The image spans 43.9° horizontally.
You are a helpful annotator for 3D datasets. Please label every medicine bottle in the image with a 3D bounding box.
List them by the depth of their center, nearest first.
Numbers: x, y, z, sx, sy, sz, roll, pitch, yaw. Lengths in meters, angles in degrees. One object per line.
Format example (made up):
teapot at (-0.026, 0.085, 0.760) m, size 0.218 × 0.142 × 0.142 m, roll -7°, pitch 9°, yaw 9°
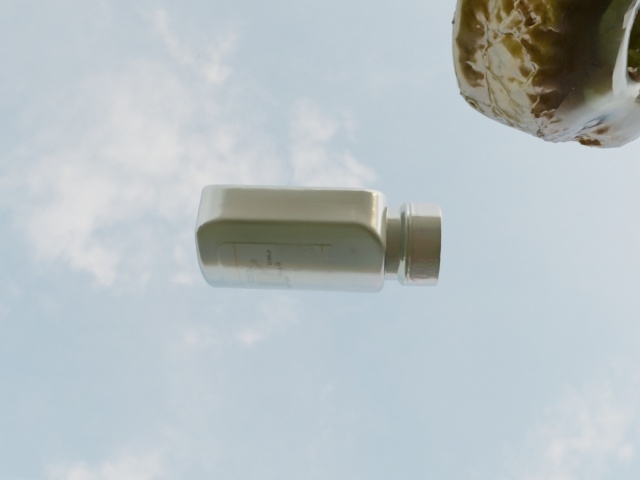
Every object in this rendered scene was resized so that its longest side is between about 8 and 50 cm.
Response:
medicine bottle at (0.000, 0.000, 0.996) m, size 0.296 × 0.111 × 0.161 m, roll 2°, pitch -33°, yaw 5°

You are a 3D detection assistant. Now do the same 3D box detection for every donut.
donut at (0.276, -0.222, 0.732) m, size 0.330 × 0.160 × 0.330 m, roll -30°, pitch -37°, yaw -25°
